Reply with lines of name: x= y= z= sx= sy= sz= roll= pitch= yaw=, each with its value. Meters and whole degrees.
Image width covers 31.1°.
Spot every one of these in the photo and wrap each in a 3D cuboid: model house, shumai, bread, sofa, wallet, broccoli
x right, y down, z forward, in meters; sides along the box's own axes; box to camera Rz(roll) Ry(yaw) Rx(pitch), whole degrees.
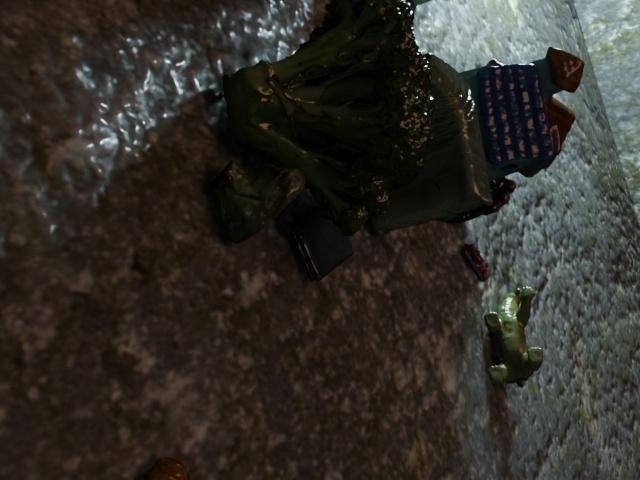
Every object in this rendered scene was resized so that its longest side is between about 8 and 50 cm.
model house: x=0.340 y=-0.192 z=2.027 sx=0.295 sy=0.329 sz=0.251 roll=18 pitch=57 yaw=-56
shumai: x=-0.085 y=-0.063 z=1.423 sx=0.087 sy=0.124 sz=0.099 roll=48 pitch=5 yaw=-6
bread: x=-0.172 y=0.280 z=1.142 sx=0.052 sy=0.044 sz=0.157 roll=67 pitch=29 yaw=-26
sofa: x=0.136 y=-0.142 z=1.751 sx=0.176 sy=0.210 sz=0.225 roll=18 pitch=62 yaw=-60
wallet: x=0.000 y=0.000 z=1.619 sx=0.129 sy=0.026 sz=0.088 roll=-36 pitch=105 yaw=-60
broccoli: x=0.021 y=-0.178 z=1.513 sx=0.283 sy=0.304 sz=0.321 roll=0 pitch=53 yaw=-28

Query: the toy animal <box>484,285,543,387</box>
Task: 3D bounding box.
toy animal: x=0.359 y=0.178 z=2.144 sx=0.101 sy=0.103 sz=0.218 roll=63 pitch=21 yaw=-62

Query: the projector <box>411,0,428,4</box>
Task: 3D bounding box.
projector: x=0.311 y=-0.544 z=2.134 sx=0.108 sy=0.337 sz=0.108 roll=40 pitch=41 yaw=-48

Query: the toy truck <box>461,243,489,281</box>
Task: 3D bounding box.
toy truck: x=0.290 y=0.041 z=2.136 sx=0.083 sy=0.024 sz=0.032 roll=53 pitch=57 yaw=-33
